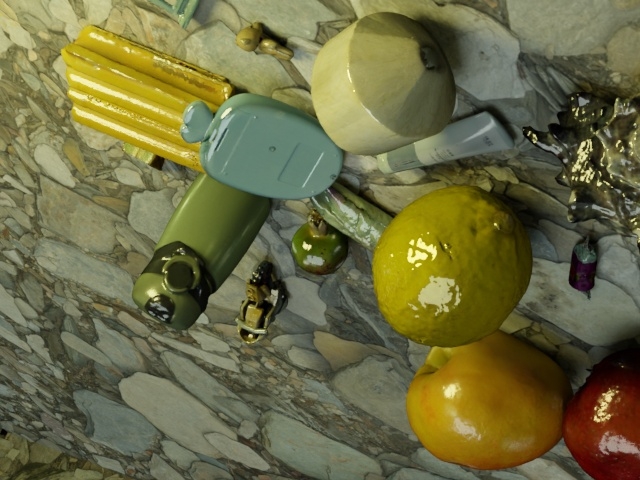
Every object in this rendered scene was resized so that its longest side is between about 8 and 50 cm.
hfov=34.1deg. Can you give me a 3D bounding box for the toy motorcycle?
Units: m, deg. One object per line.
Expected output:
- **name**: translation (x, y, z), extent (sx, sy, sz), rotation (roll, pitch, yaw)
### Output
- **toy motorcycle**: translation (-0.136, 0.147, 2.316), extent (0.094, 0.130, 0.229), rotation (24, 148, 15)

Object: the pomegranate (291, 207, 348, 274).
- **pomegranate**: translation (0.000, 0.000, 2.028), extent (0.114, 0.114, 0.142), rotation (17, 139, 19)

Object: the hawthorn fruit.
- **hawthorn fruit**: translation (0.599, 0.346, 1.890), extent (0.307, 0.265, 0.265), rotation (32, 149, 12)

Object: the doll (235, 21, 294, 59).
- **doll**: translation (-0.093, -0.316, 1.709), extent (0.093, 0.051, 0.061), rotation (39, 175, -10)

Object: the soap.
- **soap**: translation (-0.308, -0.256, 1.919), extent (0.324, 0.096, 0.204), rotation (23, 147, 10)

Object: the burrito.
- **burrito**: translation (0.105, -0.016, 1.958), extent (0.309, 0.066, 0.096), rotation (34, 138, -8)

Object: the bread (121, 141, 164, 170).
- **bread**: translation (-0.343, -0.196, 2.110), extent (0.074, 0.084, 0.139), rotation (27, 179, 2)

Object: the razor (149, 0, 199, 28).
- **razor**: translation (-0.321, -0.452, 1.692), extent (0.278, 0.056, 0.111), rotation (33, 149, -7)

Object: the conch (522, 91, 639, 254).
- **conch**: translation (0.441, -0.119, 1.463), extent (0.313, 0.186, 0.241), rotation (23, 125, 44)

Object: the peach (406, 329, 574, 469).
- **peach**: translation (0.338, 0.318, 2.043), extent (0.308, 0.289, 0.289), rotation (34, 148, -6)

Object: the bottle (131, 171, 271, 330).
- **bottle**: translation (-0.234, 0.019, 2.011), extent (0.168, 0.347, 0.168), rotation (19, 145, 14)

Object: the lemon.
- **lemon**: translation (0.222, 0.040, 1.764), extent (0.268, 0.268, 0.322), rotation (33, 126, -6)

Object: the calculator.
- **calculator**: translation (-0.102, -0.162, 1.829), extent (0.302, 0.042, 0.188), rotation (16, 126, -23)

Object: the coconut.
- **coconut**: translation (0.099, -0.232, 1.541), extent (0.202, 0.202, 0.222), rotation (42, 149, -20)

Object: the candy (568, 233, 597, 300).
- **candy**: translation (0.452, 0.048, 1.800), extent (0.043, 0.045, 0.175), rotation (-11, 139, 0)

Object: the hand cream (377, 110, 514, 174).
- **hand cream**: translation (0.199, -0.154, 1.712), extent (0.255, 0.048, 0.079), rotation (-13, 134, 44)
